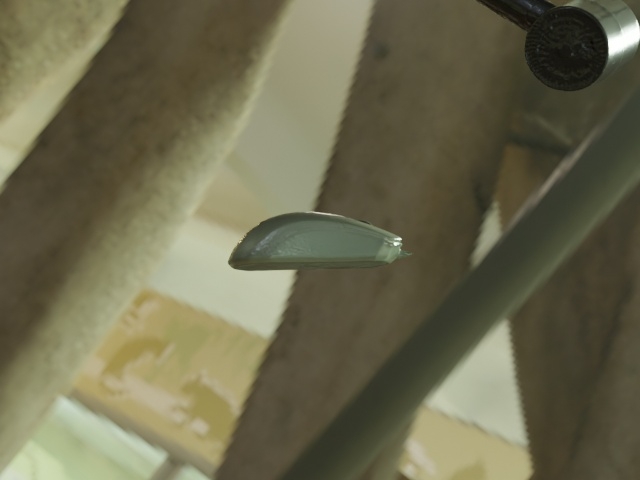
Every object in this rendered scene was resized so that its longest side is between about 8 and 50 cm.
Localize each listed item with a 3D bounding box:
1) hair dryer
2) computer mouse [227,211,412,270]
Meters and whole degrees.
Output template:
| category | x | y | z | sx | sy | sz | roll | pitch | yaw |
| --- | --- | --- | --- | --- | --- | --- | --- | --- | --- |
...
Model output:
| category | x | y | z | sx | sy | sz | roll | pitch | yaw |
| --- | --- | --- | --- | --- | --- | --- | --- | --- | --- |
| hair dryer | 0.160 | -0.203 | 1.420 | 0.219 | 0.071 | 0.124 | 32 | 22 | 11 |
| computer mouse | 0.000 | 0.000 | 1.647 | 0.181 | 0.056 | 0.089 | -1 | -2 | -6 |
